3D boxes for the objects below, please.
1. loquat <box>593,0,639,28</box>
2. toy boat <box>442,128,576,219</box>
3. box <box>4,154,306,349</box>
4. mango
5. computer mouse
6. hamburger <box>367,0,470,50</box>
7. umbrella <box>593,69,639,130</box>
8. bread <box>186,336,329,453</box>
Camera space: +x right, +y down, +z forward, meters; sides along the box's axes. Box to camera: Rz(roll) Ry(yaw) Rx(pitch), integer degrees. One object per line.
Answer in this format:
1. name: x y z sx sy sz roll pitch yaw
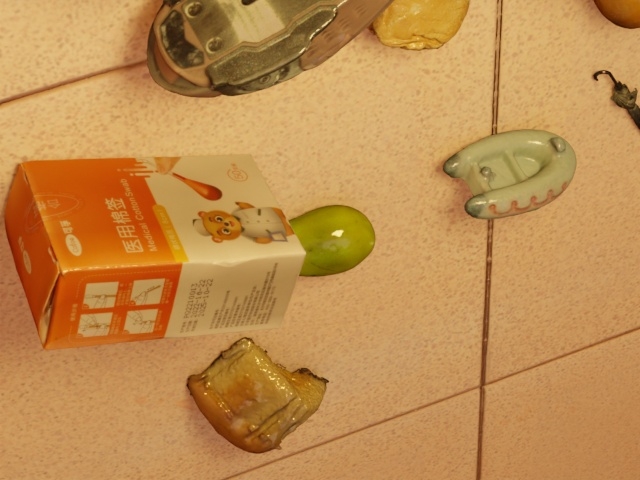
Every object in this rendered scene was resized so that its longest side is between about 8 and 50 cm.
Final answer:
1. loquat: 0.432 -0.352 1.697 0.141 0.141 0.141 -15 139 -14
2. toy boat: 0.292 -0.109 1.874 0.208 0.134 0.079 -14 148 -18
3. box: -0.224 0.008 1.648 0.341 0.225 0.143 -4 133 -27
4. mango: 0.002 0.003 1.882 0.163 0.089 0.117 -13 148 2
5. computer mouse: -0.030 -0.290 1.482 0.389 0.199 0.115 -30 160 4
6. hamburger: 0.126 -0.313 1.609 0.138 0.083 0.147 2 130 -26
7. umbrella: 0.500 -0.203 1.968 0.044 0.044 0.269 -16 150 31
8. bread: -0.089 0.283 2.087 0.174 0.133 0.251 -39 138 12
